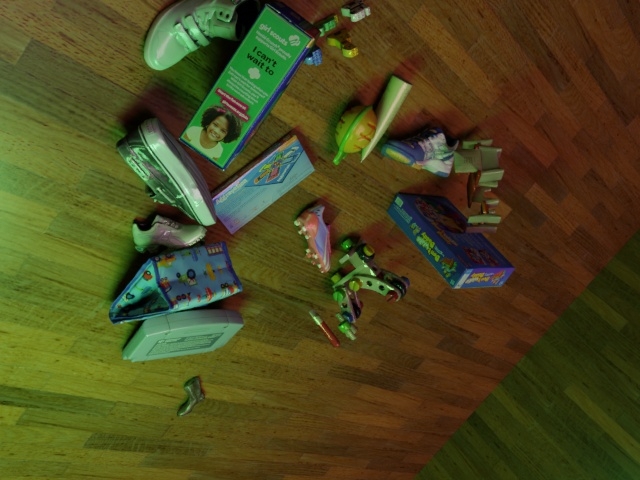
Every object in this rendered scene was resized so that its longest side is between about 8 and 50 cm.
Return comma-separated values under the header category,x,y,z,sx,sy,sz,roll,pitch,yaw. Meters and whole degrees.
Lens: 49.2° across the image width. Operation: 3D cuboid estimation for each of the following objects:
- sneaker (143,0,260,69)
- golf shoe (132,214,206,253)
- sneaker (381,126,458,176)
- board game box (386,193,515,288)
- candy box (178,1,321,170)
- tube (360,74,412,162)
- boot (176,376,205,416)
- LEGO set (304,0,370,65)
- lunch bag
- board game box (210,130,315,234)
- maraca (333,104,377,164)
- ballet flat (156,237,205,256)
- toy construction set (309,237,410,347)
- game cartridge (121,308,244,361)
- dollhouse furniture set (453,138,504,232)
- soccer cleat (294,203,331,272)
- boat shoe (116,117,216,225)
category,x,y,z,sx,sy,sz,roll,pitch,yaw
sneaker,-0.234,-0.418,1.386,0.256,0.151,0.094,-44,142,3
golf shoe,-0.364,-0.024,1.667,0.176,0.069,0.086,-10,121,1
sneaker,0.286,-0.272,2.001,0.296,0.112,0.130,5,110,-50
board game box,0.391,-0.002,2.118,0.233,0.347,0.078,1,129,-40
candy box,-0.135,-0.327,1.446,0.122,0.268,0.317,33,108,-7
tube,0.162,-0.322,1.865,0.070,0.062,0.240,1,124,-49
boot,-0.406,0.477,2.140,0.106,0.037,0.114,-38,146,-26
LEGO set,0.031,-0.460,1.611,0.227,0.093,0.087,-31,140,-13
lunch bag,-0.378,0.129,1.740,0.221,0.138,0.293,-14,169,-46
board game box,-0.153,-0.145,1.796,0.281,0.027,0.145,-38,141,-5
maraca,0.085,-0.274,1.822,0.127,0.099,0.185,-42,166,-46
ballet flat,-0.363,0.038,1.768,0.168,0.052,0.057,-41,141,-2
toy construction set,0.086,0.137,2.134,0.309,0.257,0.237,-42,99,-26
game cartridge,-0.369,0.255,1.908,0.297,0.062,0.198,-1,144,-39
dollhouse furniture set,0.449,-0.180,2.055,0.135,0.261,0.259,-2,158,5
soccer cleat,0.000,0.000,2.016,0.095,0.083,0.248,-37,138,-14
boat shoe,-0.346,-0.142,1.591,0.119,0.121,0.335,-22,138,6
